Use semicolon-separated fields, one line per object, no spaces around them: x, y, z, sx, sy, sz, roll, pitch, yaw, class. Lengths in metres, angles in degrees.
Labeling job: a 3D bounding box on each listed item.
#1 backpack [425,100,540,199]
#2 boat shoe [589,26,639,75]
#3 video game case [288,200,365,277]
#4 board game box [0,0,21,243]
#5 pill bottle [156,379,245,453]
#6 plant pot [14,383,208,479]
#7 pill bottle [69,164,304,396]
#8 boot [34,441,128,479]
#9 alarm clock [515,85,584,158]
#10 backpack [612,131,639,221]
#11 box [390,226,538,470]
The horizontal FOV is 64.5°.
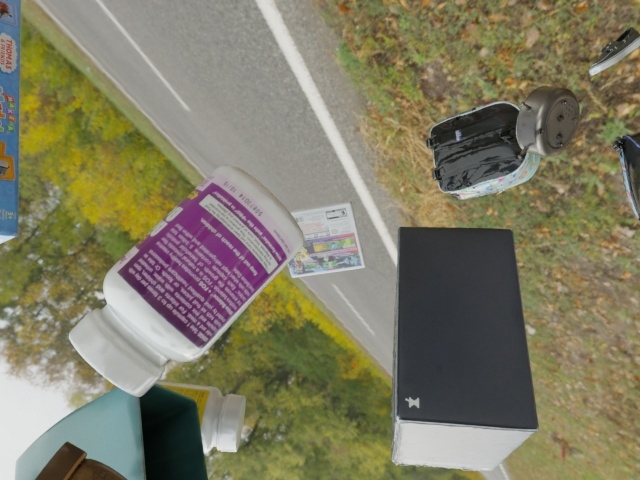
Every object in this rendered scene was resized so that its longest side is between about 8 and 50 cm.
0.436;-0.232;1.322;0.253;0.225;0.191;-18;161;41;backpack
0.569;-0.368;0.987;0.040;0.142;0.049;56;163;-3;boat shoe
0.000;0.000;1.299;0.023;0.201;0.183;-71;-30;-63;video game case
-0.308;-0.093;0.435;0.160;0.211;0.039;-13;168;38;board game box
-0.249;0.324;0.933;0.209;0.119;0.119;7;170;0;pill bottle
-0.316;0.339;0.746;0.165;0.234;0.165;58;-170;-55;plant pot
-0.178;0.053;0.689;0.169;0.301;0.169;39;165;13;pill bottle
-0.238;0.311;0.387;0.115;0.112;0.305;33;-146;-7;boot
0.454;-0.234;0.978;0.064;0.192;0.129;27;134;50;alarm clock
0.579;-0.093;0.839;0.158;0.117;0.173;-77;-34;-62;backpack
0.203;0.179;0.798;0.183;0.296;0.294;1;148;9;box
